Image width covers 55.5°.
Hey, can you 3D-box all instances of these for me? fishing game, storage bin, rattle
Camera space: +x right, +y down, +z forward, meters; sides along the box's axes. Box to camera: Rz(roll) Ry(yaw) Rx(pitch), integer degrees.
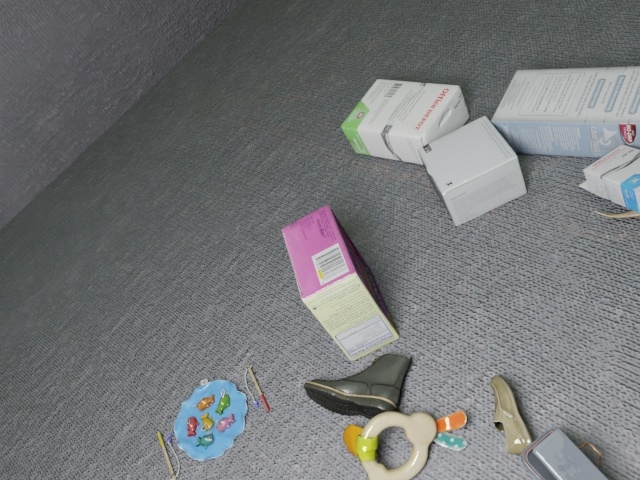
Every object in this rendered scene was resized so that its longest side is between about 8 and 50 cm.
[{"bbox_3d":[-0.245,0.385,1.334,0.264,0.041,0.189,-34,45,0],"label":"fishing game"},{"bbox_3d":[0.381,0.345,0.917,0.098,0.091,0.135,-38,60,-5],"label":"storage bin"},{"bbox_3d":[0.156,0.359,1.115,0.200,0.142,0.130,-25,73,-12],"label":"rattle"}]

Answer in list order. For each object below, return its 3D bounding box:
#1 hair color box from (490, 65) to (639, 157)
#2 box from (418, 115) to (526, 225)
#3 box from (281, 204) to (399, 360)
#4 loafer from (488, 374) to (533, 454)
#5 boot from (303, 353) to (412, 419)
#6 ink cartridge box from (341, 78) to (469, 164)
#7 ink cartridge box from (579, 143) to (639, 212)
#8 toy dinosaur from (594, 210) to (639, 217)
[{"bbox_3d":[0.603,-0.289,1.368,0.375,0.113,0.185,10,58,38],"label":"hair color box"},{"bbox_3d":[0.347,-0.162,1.405,0.182,0.119,0.181,-26,43,9],"label":"box"},{"bbox_3d":[0.042,0.090,1.272,0.117,0.243,0.213,-27,42,7],"label":"box"},{"bbox_3d":[0.319,0.300,1.047,0.050,0.056,0.148,-21,43,6],"label":"loafer"},{"bbox_3d":[0.079,0.278,1.218,0.198,0.076,0.137,9,48,28],"label":"boot"},{"bbox_3d":[0.226,-0.320,1.627,0.273,0.114,0.198,19,64,42],"label":"ink cartridge box"},{"bbox_3d":[0.611,-0.132,1.223,0.104,0.060,0.180,-33,28,-4],"label":"ink cartridge box"},{"bbox_3d":[0.647,-0.058,1.188,0.183,0.053,0.092,-23,29,13],"label":"toy dinosaur"}]
